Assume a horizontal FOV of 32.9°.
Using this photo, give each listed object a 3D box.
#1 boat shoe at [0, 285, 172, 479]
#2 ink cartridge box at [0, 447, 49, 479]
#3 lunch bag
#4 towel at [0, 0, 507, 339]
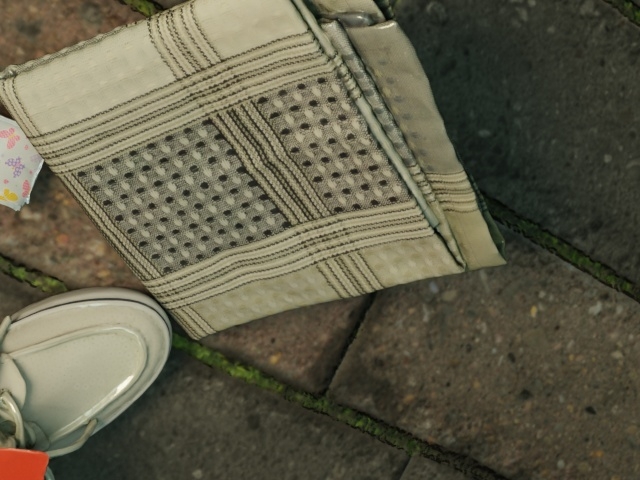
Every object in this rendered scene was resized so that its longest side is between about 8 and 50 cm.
[{"bbox_3d":[-0.278,0.155,0.871,0.367,0.156,0.136,-23,109,-16],"label":"boat shoe"},{"bbox_3d":[-0.398,0.275,0.726,0.385,0.091,0.308,7,119,-25],"label":"ink cartridge box"},{"bbox_3d":[-0.270,-0.069,0.886,0.083,0.053,0.071,20,91,-14],"label":"lunch bag"},{"bbox_3d":[-0.049,-0.052,0.850,0.324,0.056,0.312,-15,126,24],"label":"towel"}]
